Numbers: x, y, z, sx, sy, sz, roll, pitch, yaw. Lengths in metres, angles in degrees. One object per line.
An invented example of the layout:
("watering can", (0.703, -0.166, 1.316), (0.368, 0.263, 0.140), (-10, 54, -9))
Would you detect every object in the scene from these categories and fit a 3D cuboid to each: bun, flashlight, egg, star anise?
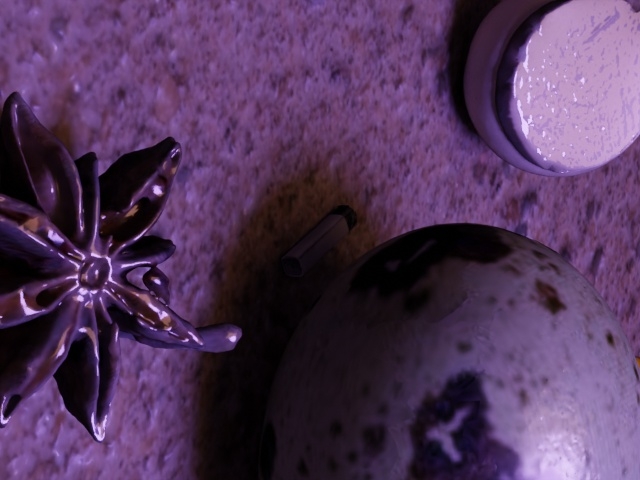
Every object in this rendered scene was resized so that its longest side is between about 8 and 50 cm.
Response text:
("bun", (0.198, -0.141, 1.692), (0.173, 0.120, 0.172), (-6, 106, -23))
("flashlight", (0.000, 0.000, 1.511), (0.083, 0.018, 0.018), (-43, 128, -45))
("egg", (0.095, 0.175, 1.446), (0.288, 0.288, 0.379), (-18, 123, -54))
("star anise", (-0.150, 0.025, 1.227), (0.209, 0.089, 0.231), (-49, 128, -24))

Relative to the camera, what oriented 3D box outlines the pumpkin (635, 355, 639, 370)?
("pumpkin", (0.227, 0.210, 1.787), (0.317, 0.139, 0.221), (33, 65, -56))
